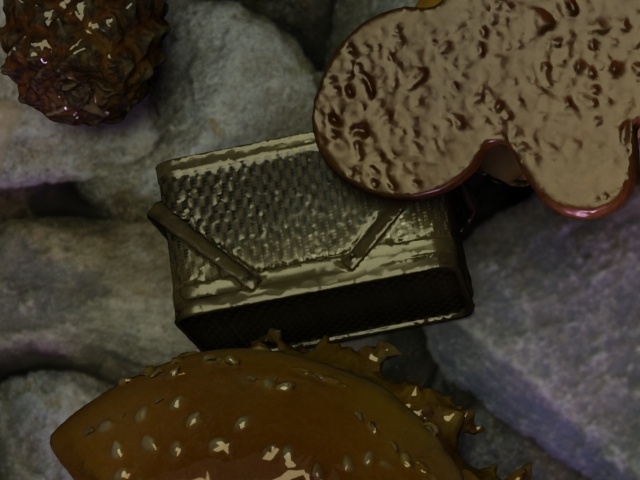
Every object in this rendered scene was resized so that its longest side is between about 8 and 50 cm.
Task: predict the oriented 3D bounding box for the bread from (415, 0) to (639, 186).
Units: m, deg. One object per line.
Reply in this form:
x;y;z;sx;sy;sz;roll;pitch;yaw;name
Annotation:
0.243;-0.217;1.589;0.315;0.279;0.248;-27;75;-19;bread

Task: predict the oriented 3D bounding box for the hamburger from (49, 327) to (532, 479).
0.011;0.222;1.517;0.445;0.268;0.287;39;80;20;hamburger

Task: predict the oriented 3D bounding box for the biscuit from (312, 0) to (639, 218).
0.196;-0.157;1.512;0.432;0.064;0.283;-24;79;12;biscuit

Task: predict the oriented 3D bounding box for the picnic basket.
0.000;0.000;1.631;0.266;0.165;0.139;-11;71;7;picnic basket

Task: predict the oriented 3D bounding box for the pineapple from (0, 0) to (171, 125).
-0.211;-0.206;1.741;0.166;0.166;0.193;-3;55;11;pineapple
